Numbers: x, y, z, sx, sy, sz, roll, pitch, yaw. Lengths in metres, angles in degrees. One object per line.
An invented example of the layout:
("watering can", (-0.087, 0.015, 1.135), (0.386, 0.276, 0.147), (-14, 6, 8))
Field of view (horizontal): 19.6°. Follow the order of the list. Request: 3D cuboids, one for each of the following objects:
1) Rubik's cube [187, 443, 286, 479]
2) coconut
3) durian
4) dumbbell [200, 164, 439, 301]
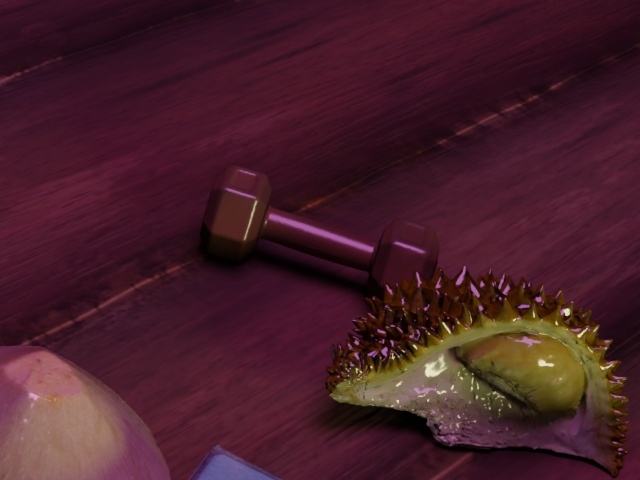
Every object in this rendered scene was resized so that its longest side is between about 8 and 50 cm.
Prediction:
("Rubik's cube", (-0.048, 0.302, 1.233), (0.205, 0.207, 0.205), (24, 37, 10))
("coconut", (-0.208, 0.179, 1.320), (0.197, 0.236, 0.237), (-15, 45, -41))
("durian", (0.141, 0.108, 1.685), (0.306, 0.166, 0.172), (9, 4, -23))
("dumbbell", (0.000, 0.000, 1.804), (0.231, 0.082, 0.092), (17, 35, -1))
